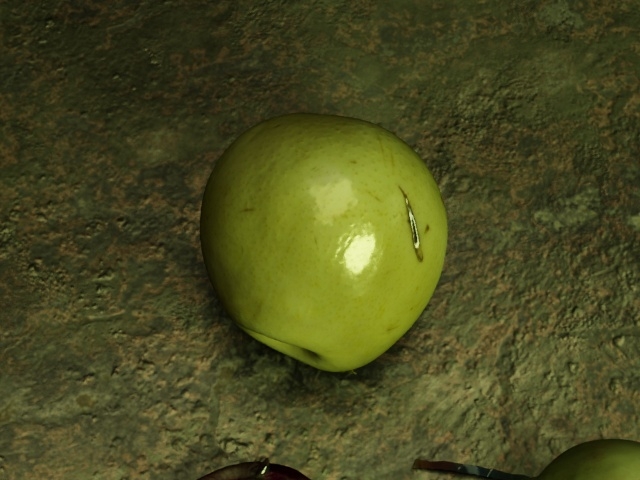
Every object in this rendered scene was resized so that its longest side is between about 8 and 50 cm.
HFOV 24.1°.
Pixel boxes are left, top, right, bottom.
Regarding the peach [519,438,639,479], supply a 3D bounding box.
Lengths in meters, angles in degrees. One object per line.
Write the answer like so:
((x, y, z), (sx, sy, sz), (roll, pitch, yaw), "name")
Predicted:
((0.325, 0.366, 1.669), (0.292, 0.247, 0.292), (3, 37, -2), "peach")

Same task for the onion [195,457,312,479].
((-0.078, 0.373, 1.698), (0.252, 0.219, 0.252), (-11, 24, 5), "onion")

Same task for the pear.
((0.000, 0.000, 1.806), (0.309, 0.309, 0.309), (1, 67, -3), "pear")

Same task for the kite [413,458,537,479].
((0.282, 0.357, 1.815), (0.360, 0.022, 0.204), (9, 67, 0), "kite")
